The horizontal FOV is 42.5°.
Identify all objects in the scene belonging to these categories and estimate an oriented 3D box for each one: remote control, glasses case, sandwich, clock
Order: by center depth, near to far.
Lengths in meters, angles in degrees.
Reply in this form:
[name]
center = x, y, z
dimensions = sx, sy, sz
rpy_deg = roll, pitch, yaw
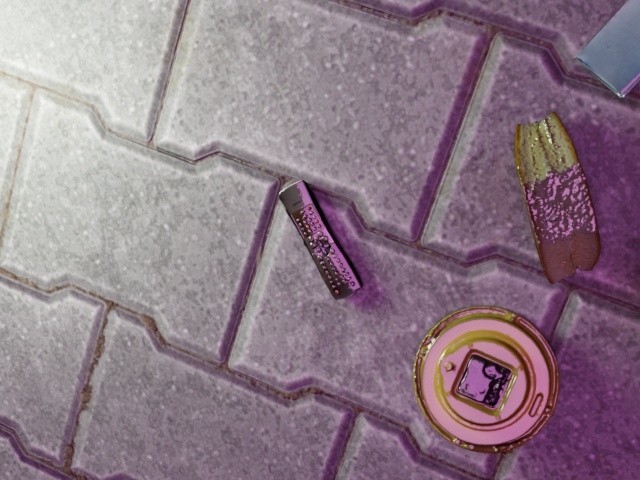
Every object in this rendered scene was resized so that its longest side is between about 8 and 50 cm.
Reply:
[glasses case]
center = 0.500, -0.331, 1.179
dimensions = 0.266, 0.056, 0.105
rpy_deg = -49, 60, 17
[sandwich]
center = 0.355, -0.059, 1.238
dimensions = 0.094, 0.096, 0.258
rpy_deg = -16, 97, 12
[clock]
center = 0.259, 0.219, 1.298
dimensions = 0.236, 0.057, 0.237
rpy_deg = -1, 84, 12
[remote control]
center = 0.000, 0.000, 1.379
dimensions = 0.059, 0.028, 0.212
rpy_deg = -28, 91, 14
